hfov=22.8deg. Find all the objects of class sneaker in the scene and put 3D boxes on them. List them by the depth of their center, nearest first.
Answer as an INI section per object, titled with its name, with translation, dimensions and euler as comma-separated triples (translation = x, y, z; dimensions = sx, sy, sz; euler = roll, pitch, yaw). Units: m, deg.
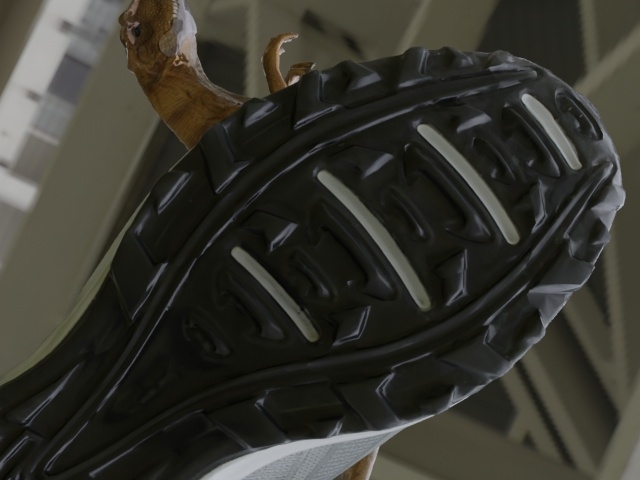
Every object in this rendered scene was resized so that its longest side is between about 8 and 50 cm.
[sneaker]
translation = -0.032, 0.041, 0.468
dimensions = 0.271, 0.100, 0.108
euler = -38, 173, 2

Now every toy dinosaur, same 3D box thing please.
[toy dinosaur]
translation = 0.000, 0.000, 0.534
dimensions = 0.211, 0.112, 0.064
euler = 60, -21, 24
